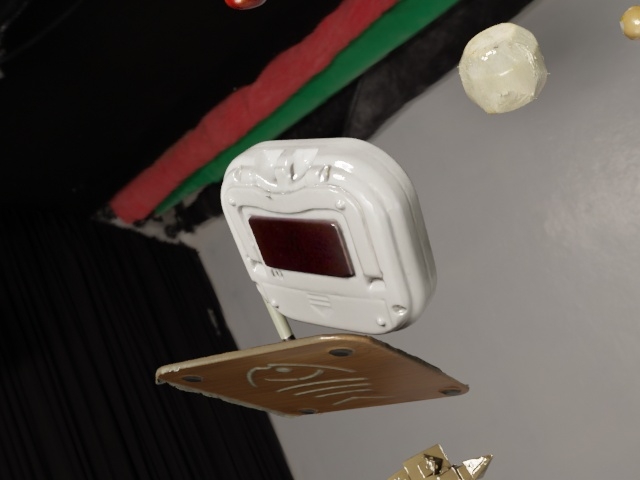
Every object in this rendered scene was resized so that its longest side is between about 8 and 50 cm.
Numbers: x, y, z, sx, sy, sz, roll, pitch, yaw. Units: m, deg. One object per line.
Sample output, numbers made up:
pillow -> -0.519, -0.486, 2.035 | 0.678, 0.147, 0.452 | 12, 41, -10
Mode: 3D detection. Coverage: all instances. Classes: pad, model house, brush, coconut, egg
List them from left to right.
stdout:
brush -> -0.057, 0.145, 1.078 | 0.042, 0.299, 0.039 | -23, -6, -7
pad -> -0.006, 0.167, 0.778 | 0.286, 0.018, 0.284 | -17, -31, 31
model house -> 0.287, 0.551, 1.484 | 0.248, 0.181, 0.176 | -46, -34, 23
coconut -> 0.355, -0.320, 1.265 | 0.161, 0.162, 0.161 | -27, 31, 17
egg -> 0.710, -0.485, 1.471 | 0.071, 0.071, 0.083 | -38, 22, 40

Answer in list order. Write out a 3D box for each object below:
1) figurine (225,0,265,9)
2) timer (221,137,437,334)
figurine -> -0.136, -0.712, 1.622 | 0.269, 0.261, 0.211 | -16, 16, -9
timer -> 0.000, 0.000, 0.771 | 0.262, 0.237, 0.087 | 4, 37, 39
